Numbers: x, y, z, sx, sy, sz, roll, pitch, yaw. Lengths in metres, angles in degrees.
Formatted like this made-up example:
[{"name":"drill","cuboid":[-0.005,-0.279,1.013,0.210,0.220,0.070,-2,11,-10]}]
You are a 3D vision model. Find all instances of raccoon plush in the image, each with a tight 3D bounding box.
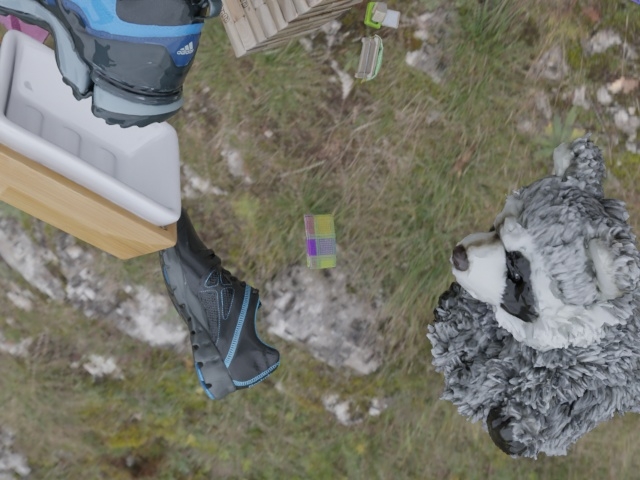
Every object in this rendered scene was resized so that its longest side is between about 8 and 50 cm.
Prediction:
[{"name":"raccoon plush","cuboid":[0.312,0.041,0.943,0.216,0.446,0.299,60,142,30]}]

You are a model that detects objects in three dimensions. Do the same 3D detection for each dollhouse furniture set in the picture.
[{"name":"dollhouse furniture set","cuboid":[0.094,-0.284,1.249,0.058,0.076,0.152,9,98,-14]}]

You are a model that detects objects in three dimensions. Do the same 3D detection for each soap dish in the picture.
[{"name":"soap dish","cuboid":[-0.320,-0.116,1.182,0.291,0.229,0.118,30,121,-33]}]

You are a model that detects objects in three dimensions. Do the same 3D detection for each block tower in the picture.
[{"name":"block tower","cuboid":[0.034,-0.260,0.766,0.335,0.091,0.097,-16,99,51]}]

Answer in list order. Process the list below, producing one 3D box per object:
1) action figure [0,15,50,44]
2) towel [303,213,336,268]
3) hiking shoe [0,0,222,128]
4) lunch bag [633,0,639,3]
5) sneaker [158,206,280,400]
[{"name":"action figure","cuboid":[-0.349,-0.425,1.237,0.276,0.248,0.370,51,130,20]},{"name":"towel","cuboid":[0.000,0.000,1.378,0.009,0.060,0.083,-8,88,46]},{"name":"hiking shoe","cuboid":[-0.202,-0.228,0.724,0.304,0.113,0.132,40,123,9]},{"name":"lunch bag","cuboid":[0.622,-0.490,1.350,0.385,0.328,0.239,-11,131,17]},{"name":"sneaker","cuboid":[-0.179,0.090,1.545,0.139,0.125,0.341,-19,80,-13]}]
